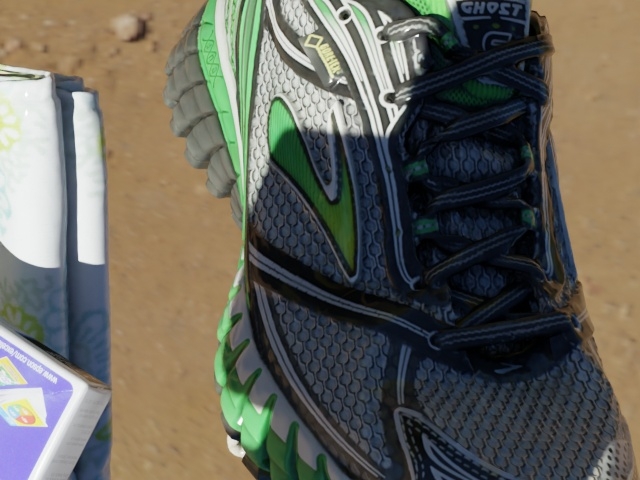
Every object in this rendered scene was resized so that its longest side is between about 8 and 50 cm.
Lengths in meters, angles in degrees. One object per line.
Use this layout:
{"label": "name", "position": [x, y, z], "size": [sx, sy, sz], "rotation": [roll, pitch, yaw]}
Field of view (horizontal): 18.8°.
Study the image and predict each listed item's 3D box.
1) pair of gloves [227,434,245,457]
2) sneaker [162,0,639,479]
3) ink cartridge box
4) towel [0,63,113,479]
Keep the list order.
{"label": "pair of gloves", "position": [0.000, 0.000, 1.165], "size": [0.042, 0.204, 0.240], "rotation": [17, 98, -2]}
{"label": "sneaker", "position": [0.030, -0.020, 0.707], "size": [0.134, 0.343, 0.146], "rotation": [5, 134, -29]}
{"label": "ink cartridge box", "position": [-0.263, 0.141, 1.284], "size": [0.208, 0.206, 0.045], "rotation": [-61, 149, 1]}
{"label": "towel", "position": [-0.290, 0.034, 1.493], "size": [0.090, 0.320, 0.374], "rotation": [-13, 109, -44]}
